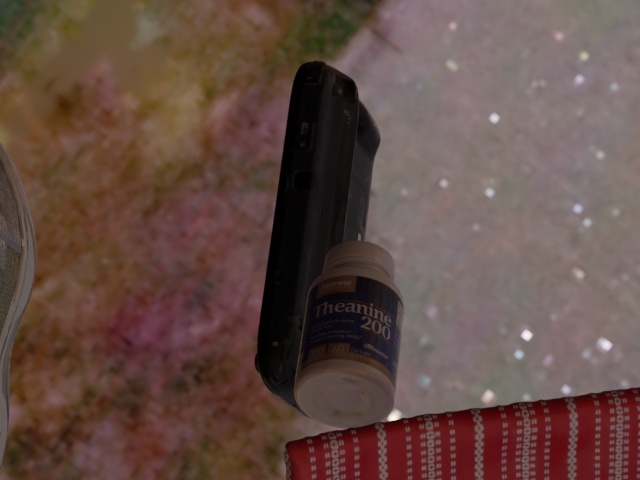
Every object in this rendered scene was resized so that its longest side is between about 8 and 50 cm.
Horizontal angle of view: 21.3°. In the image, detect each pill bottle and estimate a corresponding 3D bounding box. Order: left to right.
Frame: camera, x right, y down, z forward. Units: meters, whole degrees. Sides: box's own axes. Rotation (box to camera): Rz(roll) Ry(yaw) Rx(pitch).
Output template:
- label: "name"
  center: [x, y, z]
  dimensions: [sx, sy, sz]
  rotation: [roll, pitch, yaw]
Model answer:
- label: "pill bottle"
  center: [0.021, 0.060, 1.136]
  dimensions: [0.067, 0.067, 0.120]
  rotation: [-45, -153, 42]

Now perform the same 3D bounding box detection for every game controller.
- label: "game controller"
  center: [0.000, 0.000, 1.566]
  dimensions: [0.166, 0.067, 0.319]
  rotation: [58, 37, -65]

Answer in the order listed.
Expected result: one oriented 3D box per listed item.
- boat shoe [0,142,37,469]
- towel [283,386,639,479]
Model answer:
- label: "boat shoe"
  center: [-0.292, 0.048, 1.274]
  dimensions: [0.118, 0.103, 0.320]
  rotation: [-9, -116, 22]
- label: "towel"
  center: [0.117, 0.194, 1.037]
  dimensions: [0.031, 0.275, 0.198]
  rotation: [-137, -137, -70]
